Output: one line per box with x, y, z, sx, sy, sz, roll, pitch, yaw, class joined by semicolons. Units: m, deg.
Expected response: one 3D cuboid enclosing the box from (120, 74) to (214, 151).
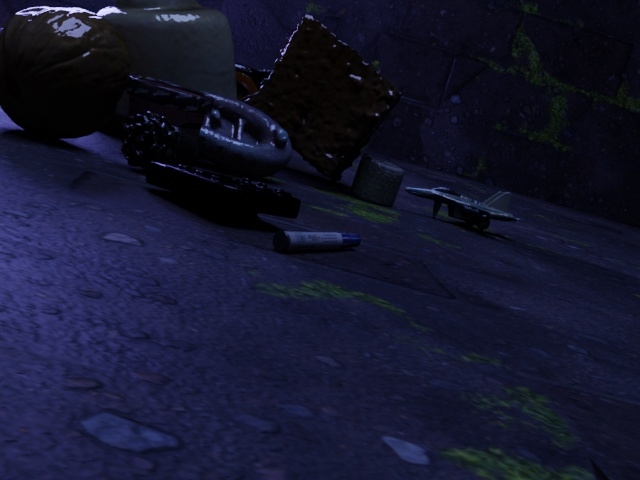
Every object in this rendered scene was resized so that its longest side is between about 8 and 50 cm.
-0.269;-0.200;1.526;0.151;0.135;0.151;14;11;-3;box

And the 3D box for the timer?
-0.135;-0.064;1.216;0.187;0.055;0.144;19;7;43;timer

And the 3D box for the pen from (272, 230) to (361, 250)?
0.000;0.000;1.145;0.025;0.025;0.204;21;10;26;pen

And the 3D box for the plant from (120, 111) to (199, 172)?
-0.255;-0.150;1.396;0.094;0.092;0.143;27;5;21;plant

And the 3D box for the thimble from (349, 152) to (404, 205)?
0.121;-0.130;1.907;0.102;0.090;0.115;14;12;-25;thimble

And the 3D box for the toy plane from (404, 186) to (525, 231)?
0.303;-0.069;1.921;0.261;0.088;0.192;4;6;-11;toy plane

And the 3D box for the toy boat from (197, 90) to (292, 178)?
-0.150;-0.205;1.675;0.227;0.085;0.155;24;45;-25;toy boat

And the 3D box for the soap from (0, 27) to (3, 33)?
-0.742;-0.411;1.944;0.192;0.109;0.324;4;10;-12;soap

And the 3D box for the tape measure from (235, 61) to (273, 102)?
-0.219;-0.325;2.109;0.222;0.202;0.135;5;8;-14;tape measure

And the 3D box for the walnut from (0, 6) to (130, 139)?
-0.415;-0.272;1.437;0.227;0.228;0.228;16;9;-3;walnut

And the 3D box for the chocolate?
-0.315;-0.371;1.820;0.313;0.297;0.326;3;7;0;chocolate

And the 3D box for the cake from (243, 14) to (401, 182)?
0.004;-0.303;1.953;0.282;0.256;0.290;40;2;-1;cake
